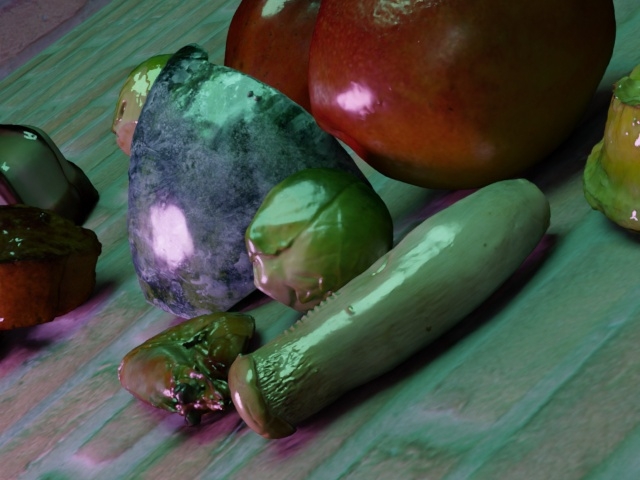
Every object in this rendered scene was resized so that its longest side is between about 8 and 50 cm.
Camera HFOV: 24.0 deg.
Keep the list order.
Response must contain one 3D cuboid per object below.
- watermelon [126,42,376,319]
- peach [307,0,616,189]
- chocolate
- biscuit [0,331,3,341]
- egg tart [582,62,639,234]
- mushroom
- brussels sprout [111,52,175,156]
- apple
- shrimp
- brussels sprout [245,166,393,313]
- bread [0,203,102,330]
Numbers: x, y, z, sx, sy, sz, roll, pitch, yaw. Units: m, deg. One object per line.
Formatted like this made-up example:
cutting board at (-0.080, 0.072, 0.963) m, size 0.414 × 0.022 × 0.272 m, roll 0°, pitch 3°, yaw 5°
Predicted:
watermelon at (-0.064, -0.066, 1.703) m, size 0.289 × 0.320 × 0.213 m, roll -2°, pitch -6°, yaw 22°
peach at (0.140, -0.205, 1.568) m, size 0.332 × 0.308 × 0.308 m, roll -33°, pitch 20°, yaw 3°
chocolate at (-0.501, -0.071, 2.324) m, size 0.283 × 0.186 × 0.283 m, roll -28°, pitch 20°, yaw 11°
biscuit at (-0.523, 0.160, 1.999) m, size 0.220 × 0.066 × 0.220 m, roll -29°, pitch 20°, yaw 12°
egg tart at (0.356, -0.120, 1.336) m, size 0.290 × 0.115 × 0.290 m, roll -26°, pitch 20°, yaw 10°
mushroom at (0.068, 0.056, 1.370) m, size 0.351 × 0.095 × 0.123 m, roll -34°, pitch 3°, yaw -11°
brussels sprout at (-0.242, -0.209, 2.331) m, size 0.161 × 0.144 × 0.181 m, roll -37°, pitch 13°, yaw 34°
apple at (-0.027, -0.257, 2.062) m, size 0.234 × 0.234 × 0.234 m, roll -27°, pitch 21°, yaw 11°
shrimp at (-0.124, 0.126, 1.525) m, size 0.154 × 0.062 × 0.294 m, roll -29°, pitch 18°, yaw -9°
brussels sprout at (0.002, 0.001, 1.539) m, size 0.155 × 0.155 × 0.117 m, roll -27°, pitch -14°, yaw 11°
bread at (-0.411, 0.025, 1.951) m, size 0.246 × 0.135 × 0.232 m, roll -8°, pitch 26°, yaw -23°
